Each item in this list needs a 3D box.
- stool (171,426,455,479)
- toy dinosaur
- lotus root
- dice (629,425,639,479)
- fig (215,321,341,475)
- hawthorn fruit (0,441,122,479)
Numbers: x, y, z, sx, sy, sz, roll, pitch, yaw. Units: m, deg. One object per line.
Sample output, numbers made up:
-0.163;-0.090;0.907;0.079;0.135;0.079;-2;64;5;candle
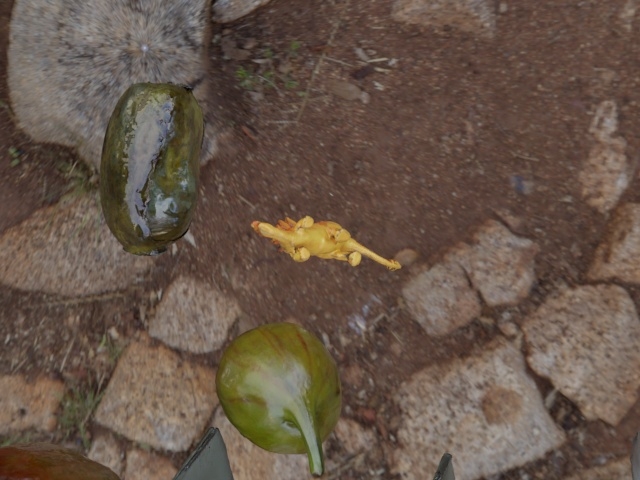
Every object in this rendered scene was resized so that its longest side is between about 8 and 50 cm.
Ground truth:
-0.029;0.309;0.722;0.244;0.269;0.170;0;120;25;stool
0.000;0.000;1.357;0.288;0.117;0.070;13;95;-42;toy dinosaur
-0.270;-0.115;1.399;0.152;0.160;0.274;8;95;19;lotus root
0.393;0.159;0.461;0.348;0.328;0.330;-28;138;-4;dice
-0.021;0.093;0.542;0.082;0.098;0.084;-1;93;-20;fig
-0.389;0.387;1.106;0.267;0.268;0.301;-56;148;4;hawthorn fruit
